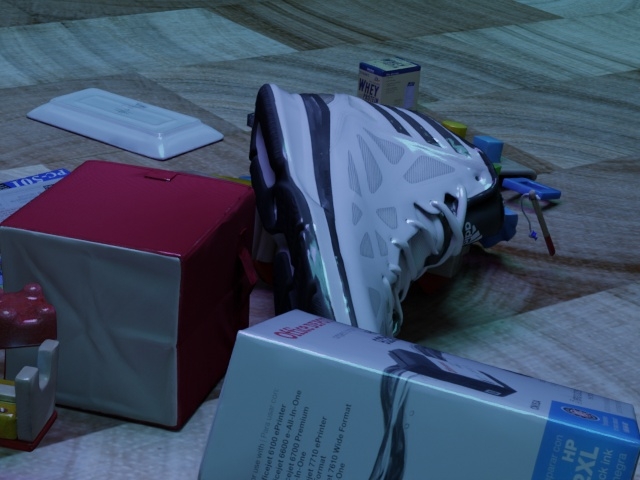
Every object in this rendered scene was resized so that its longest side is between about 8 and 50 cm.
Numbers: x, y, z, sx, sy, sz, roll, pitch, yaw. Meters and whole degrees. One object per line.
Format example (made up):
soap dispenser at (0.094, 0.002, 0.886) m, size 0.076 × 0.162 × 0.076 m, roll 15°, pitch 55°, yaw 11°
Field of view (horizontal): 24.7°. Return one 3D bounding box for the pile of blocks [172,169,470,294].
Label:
pile of blocks at (0.000, 0.000, 1.684) m, size 0.362 × 0.113 × 0.149 m, roll 10°, pitch 10°, yaw -7°

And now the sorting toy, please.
sorting toy at (0.182, -0.134, 2.044) m, size 0.196 × 0.047 × 0.347 m, roll 3°, pitch 18°, yaw -40°

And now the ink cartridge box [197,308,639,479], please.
ink cartridge box at (0.085, 0.159, 1.156) m, size 0.307 × 0.129 × 0.223 m, roll 15°, pitch 4°, yaw 10°

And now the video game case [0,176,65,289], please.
video game case at (-0.304, 0.002, 1.652) m, size 0.212 × 0.023 × 0.193 m, roll -15°, pitch 46°, yaw -39°

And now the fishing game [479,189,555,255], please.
fishing game at (0.149, -0.042, 1.758) m, size 0.264 × 0.189 × 0.041 m, roll 15°, pitch 64°, yaw 27°

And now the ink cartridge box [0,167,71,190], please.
ink cartridge box at (-0.365, -0.034, 1.760) m, size 0.097 × 0.046 × 0.207 m, roll 25°, pitch 30°, yaw 38°

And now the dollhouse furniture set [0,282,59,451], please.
dollhouse furniture set at (-0.399, 0.109, 1.287) m, size 0.374 × 0.152 × 0.201 m, roll 11°, pitch 23°, yaw 6°

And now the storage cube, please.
storage cube at (-0.183, 0.046, 1.424) m, size 0.215 × 0.184 × 0.193 m, roll 10°, pitch 24°, yaw 14°

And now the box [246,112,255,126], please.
box at (-0.059, -0.176, 2.192) m, size 0.083 × 0.018 × 0.067 m, roll 24°, pitch 30°, yaw 39°

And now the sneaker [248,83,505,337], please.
sneaker at (0.083, 0.004, 1.465) m, size 0.257 × 0.169 × 0.448 m, roll 0°, pitch 47°, yaw -13°

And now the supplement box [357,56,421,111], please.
supplement box at (0.106, -0.236, 2.280) m, size 0.083 × 0.083 × 0.056 m, roll -14°, pitch 29°, yaw -38°

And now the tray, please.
tray at (-0.287, -0.178, 2.143) m, size 0.270 × 0.030 × 0.145 m, roll 19°, pitch 26°, yaw 31°
